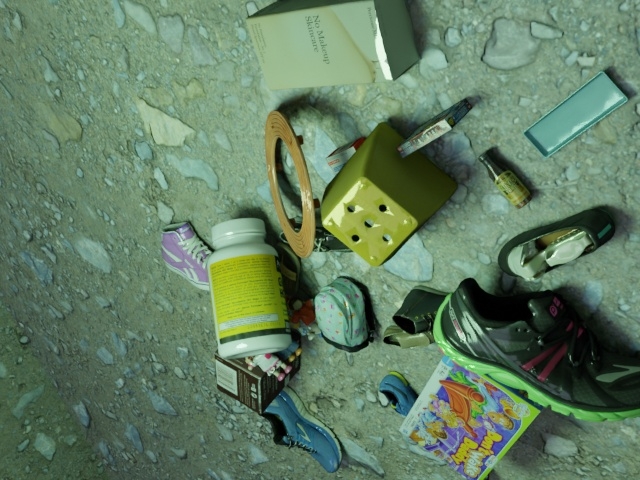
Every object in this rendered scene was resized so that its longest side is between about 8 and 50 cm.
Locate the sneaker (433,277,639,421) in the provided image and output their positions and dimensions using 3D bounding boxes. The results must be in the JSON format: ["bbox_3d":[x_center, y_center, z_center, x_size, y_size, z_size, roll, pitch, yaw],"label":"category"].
[{"bbox_3d":[0.469,0.212,1.492,0.482,0.185,0.202,18,116,13],"label":"sneaker"}]

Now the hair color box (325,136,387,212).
[{"bbox_3d":[0.094,-0.134,1.628,0.093,0.053,0.167,-19,110,45],"label":"hair color box"}]

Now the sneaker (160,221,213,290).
[{"bbox_3d":[-0.356,0.038,2.116,0.282,0.102,0.161,20,130,28],"label":"sneaker"}]

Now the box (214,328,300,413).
[{"bbox_3d":[-0.180,0.351,2.143,0.167,0.203,0.169,24,136,23],"label":"box"}]

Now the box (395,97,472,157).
[{"bbox_3d":[0.218,-0.216,1.424,0.027,0.094,0.137,53,140,-8],"label":"box"}]

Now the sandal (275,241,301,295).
[{"bbox_3d":[-0.092,0.085,1.967,0.072,0.049,0.180,21,134,26],"label":"sandal"}]

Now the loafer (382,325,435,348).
[{"bbox_3d":[0.217,0.246,1.839,0.148,0.050,0.056,-6,119,43],"label":"loafer"}]

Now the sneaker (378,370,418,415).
[{"bbox_3d":[0.233,0.448,1.970,0.209,0.082,0.069,48,138,-5],"label":"sneaker"}]

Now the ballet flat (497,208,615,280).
[{"bbox_3d":[0.436,0.019,1.432,0.095,0.096,0.280,48,140,-4],"label":"ballet flat"}]

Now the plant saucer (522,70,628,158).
[{"bbox_3d":[0.443,-0.218,1.292,0.067,0.018,0.192,47,139,-1],"label":"plant saucer"}]

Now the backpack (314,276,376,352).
[{"bbox_3d":[0.056,0.187,1.878,0.151,0.115,0.182,19,129,32],"label":"backpack"}]

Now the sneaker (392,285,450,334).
[{"bbox_3d":[0.280,0.179,1.678,0.222,0.118,0.083,10,128,35],"label":"sneaker"}]

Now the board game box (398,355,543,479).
[{"bbox_3d":[0.348,0.397,1.723,0.233,0.078,0.347,32,135,14],"label":"board game box"}]

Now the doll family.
[{"bbox_3d":[-0.106,0.243,2.016,0.163,0.263,0.118,43,-178,-16],"label":"doll family"}]

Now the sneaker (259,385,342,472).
[{"bbox_3d":[-0.074,0.612,2.312,0.330,0.147,0.130,45,140,0],"label":"sneaker"}]

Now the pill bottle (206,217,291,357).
[{"bbox_3d":[-0.188,0.122,1.884,0.187,0.187,0.334,-24,71,48],"label":"pill bottle"}]

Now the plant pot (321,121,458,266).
[{"bbox_3d":[0.120,-0.072,1.496,0.212,0.187,0.212,40,123,-3],"label":"plant pot"}]

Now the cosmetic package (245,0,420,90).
[{"bbox_3d":[0.021,-0.391,1.434,0.309,0.113,0.160,5,125,39],"label":"cosmetic package"}]

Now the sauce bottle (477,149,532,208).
[{"bbox_3d":[0.354,-0.119,1.429,0.128,0.042,0.042,46,140,-2],"label":"sauce bottle"}]

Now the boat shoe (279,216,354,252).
[{"bbox_3d":[0.000,0.000,1.803,0.219,0.070,0.078,11,129,34],"label":"boat shoe"}]

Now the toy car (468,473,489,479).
[{"bbox_3d":[0.468,0.683,1.986,0.239,0.053,0.225,23,135,25],"label":"toy car"}]

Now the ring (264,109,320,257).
[{"bbox_3d":[-0.063,-0.126,1.660,0.336,0.032,0.337,168,90,-74],"label":"ring"}]
